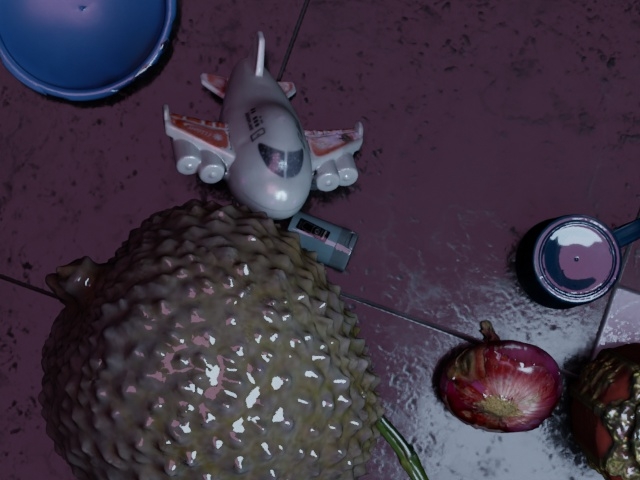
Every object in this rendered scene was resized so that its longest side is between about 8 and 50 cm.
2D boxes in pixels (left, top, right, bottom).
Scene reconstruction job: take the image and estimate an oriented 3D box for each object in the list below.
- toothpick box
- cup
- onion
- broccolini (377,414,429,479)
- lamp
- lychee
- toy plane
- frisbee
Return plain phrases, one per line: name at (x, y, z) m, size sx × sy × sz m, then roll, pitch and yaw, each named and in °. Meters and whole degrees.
toothpick box at (0.000, 0.000, 1.961) m, size 0.083 × 0.052 × 0.052 m, roll 22°, pitch 87°, yaw 2°
cup at (0.310, 0.011, 1.916) m, size 0.113 × 0.138 × 0.150 m, roll 36°, pitch 88°, yaw 2°
onion at (0.220, 0.154, 1.931) m, size 0.150 × 0.150 × 0.140 m, roll 5°, pitch 47°, yaw 0°
broccolini at (0.076, 0.230, 1.958) m, size 0.054 × 0.051 × 0.239 m, roll -32°, pitch 94°, yaw 42°
lamp at (0.379, 0.208, 1.837) m, size 0.177 × 0.274 × 0.177 m, roll 0°, pitch 93°, yaw 0°
lychee at (-0.126, 0.150, 1.802) m, size 0.432 × 0.380 × 0.380 m, roll 35°, pitch 87°, yaw -19°
toy plane at (-0.069, -0.129, 1.902) m, size 0.252 × 0.118 × 0.252 m, roll 12°, pitch 46°, yaw -12°
frisbee at (-0.299, -0.292, 1.981) m, size 0.242 × 0.045 × 0.242 m, roll 0°, pitch 87°, yaw -1°
